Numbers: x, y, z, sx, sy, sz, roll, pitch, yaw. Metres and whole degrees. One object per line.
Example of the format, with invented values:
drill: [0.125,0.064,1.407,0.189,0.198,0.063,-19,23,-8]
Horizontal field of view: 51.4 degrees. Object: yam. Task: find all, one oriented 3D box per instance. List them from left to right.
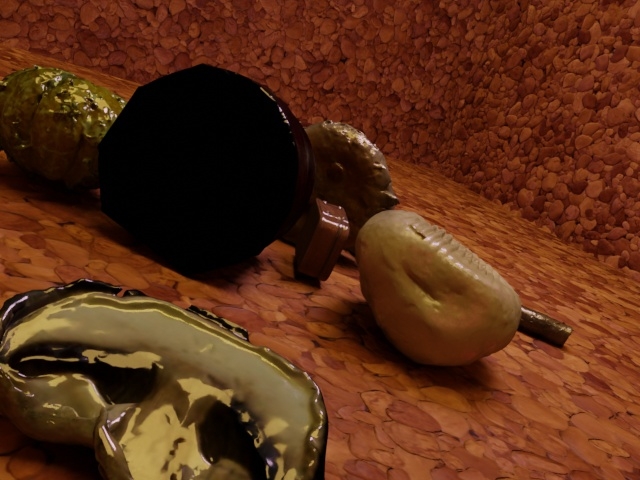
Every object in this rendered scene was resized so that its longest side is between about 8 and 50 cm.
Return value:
yam: [0.470,0.177,1.571,0.252,0.061,0.061,25,16,12]

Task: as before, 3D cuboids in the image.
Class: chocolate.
chocolate: [-0.187,-0.130,1.311,0.383,0.384,0.331,23,0,7]

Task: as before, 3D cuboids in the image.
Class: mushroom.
mushroom: [-0.161,0.170,0.663,0.344,0.130,0.247,18,31,-4]

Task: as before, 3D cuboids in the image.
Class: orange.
orange: [-0.497,-0.211,1.332,0.301,0.223,0.300,20,1,10]

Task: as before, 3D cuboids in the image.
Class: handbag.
handbag: [0.000,0.000,1.394,0.072,0.151,0.193,21,13,-11]

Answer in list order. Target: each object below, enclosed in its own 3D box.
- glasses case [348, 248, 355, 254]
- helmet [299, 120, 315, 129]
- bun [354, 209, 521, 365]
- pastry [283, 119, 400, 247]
glasses case: [0.124,0.021,1.636,0.047,0.071,0.205,4,22,-36]
helmet: [-0.117,-0.228,1.880,0.384,0.230,0.337,-2,15,-28]
bun: [0.195,0.093,1.225,0.361,0.213,0.361,36,12,-8]
pastry: [0.025,-0.125,1.565,0.329,0.330,0.136,23,10,10]
